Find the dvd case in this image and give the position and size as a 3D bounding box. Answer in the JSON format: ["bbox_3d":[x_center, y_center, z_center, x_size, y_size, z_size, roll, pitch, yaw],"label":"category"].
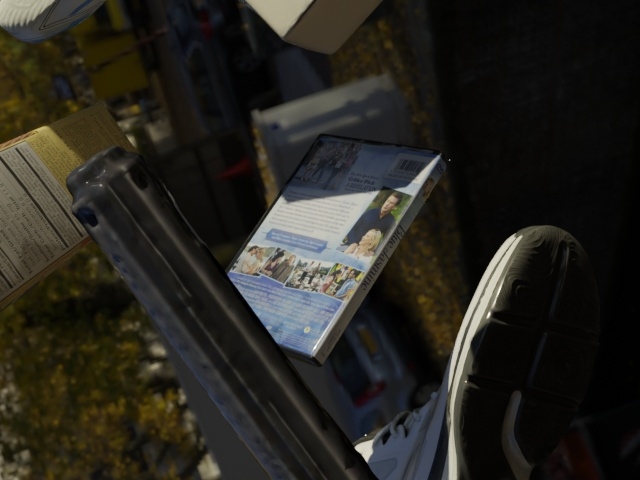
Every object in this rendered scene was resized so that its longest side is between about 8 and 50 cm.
[{"bbox_3d":[0.000,0.000,1.149,0.180,0.253,0.022,14,153,45],"label":"dvd case"}]

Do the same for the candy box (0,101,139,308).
[{"bbox_3d":[-0.239,0.015,0.738,0.087,0.183,0.316,54,-163,-8],"label":"candy box"}]

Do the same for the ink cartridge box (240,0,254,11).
[{"bbox_3d":[-0.174,-0.355,1.111,0.333,0.065,0.165,35,177,-2],"label":"ink cartridge box"}]

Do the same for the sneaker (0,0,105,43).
[{"bbox_3d":[-0.290,-0.321,1.400,0.085,0.237,0.086,66,-165,10],"label":"sneaker"}]

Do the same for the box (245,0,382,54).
[{"bbox_3d":[-0.069,-0.265,0.825,0.275,0.094,0.113,48,-163,13],"label":"box"}]

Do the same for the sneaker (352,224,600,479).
[{"bbox_3d":[0.128,0.186,1.230,0.257,0.169,0.447,17,91,57],"label":"sneaker"}]

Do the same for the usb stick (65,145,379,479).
[{"bbox_3d":[-0.029,0.075,0.548,0.278,0.045,0.077,55,179,-6],"label":"usb stick"}]
